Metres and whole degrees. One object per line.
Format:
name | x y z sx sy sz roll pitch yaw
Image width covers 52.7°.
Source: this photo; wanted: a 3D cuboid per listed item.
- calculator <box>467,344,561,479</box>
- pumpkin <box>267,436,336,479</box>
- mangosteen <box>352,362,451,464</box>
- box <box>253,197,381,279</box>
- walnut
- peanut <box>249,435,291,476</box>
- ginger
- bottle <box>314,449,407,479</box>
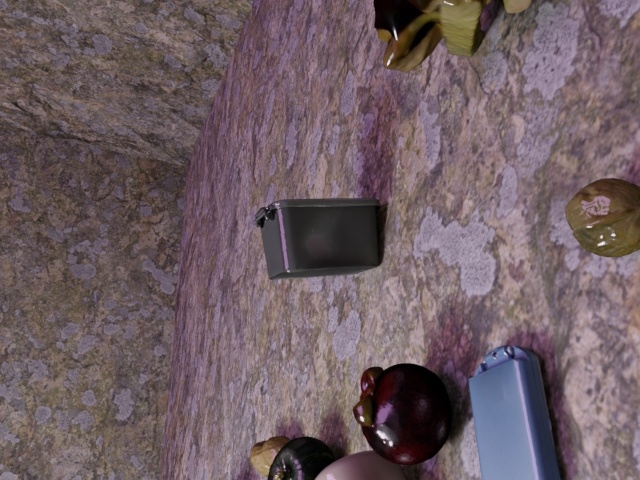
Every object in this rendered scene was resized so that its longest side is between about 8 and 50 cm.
calculator | 0.235 0.233 0.794 0.121 0.039 0.210 129 145 -55
pumpkin | -0.035 0.471 1.268 0.167 0.125 0.167 -163 90 -78
mangosteen | 0.115 0.251 0.947 0.152 0.153 0.152 -170 90 -69
box | 0.000 0.000 1.263 0.163 0.244 0.134 152 113 -64
walnut | 0.304 -0.024 0.678 0.092 0.092 0.092 -170 90 -69
peanut | -0.107 0.503 1.502 0.193 0.089 0.089 135 140 -57
ginger | 0.249 -0.434 0.910 0.413 0.211 0.358 -41 29 46
bottle | 0.086 0.448 0.950 0.147 0.148 0.236 -64 34 36
